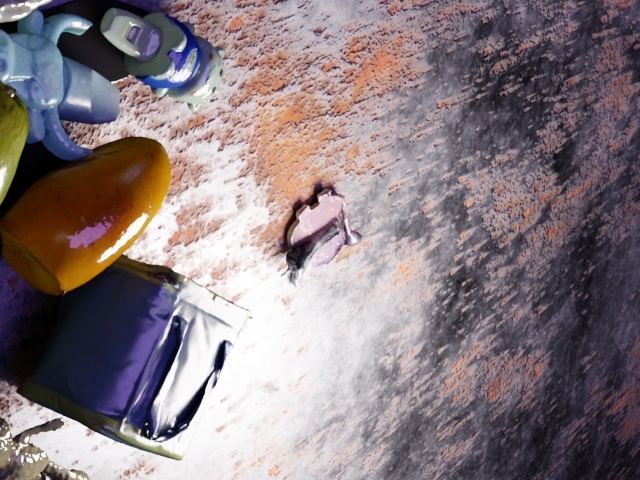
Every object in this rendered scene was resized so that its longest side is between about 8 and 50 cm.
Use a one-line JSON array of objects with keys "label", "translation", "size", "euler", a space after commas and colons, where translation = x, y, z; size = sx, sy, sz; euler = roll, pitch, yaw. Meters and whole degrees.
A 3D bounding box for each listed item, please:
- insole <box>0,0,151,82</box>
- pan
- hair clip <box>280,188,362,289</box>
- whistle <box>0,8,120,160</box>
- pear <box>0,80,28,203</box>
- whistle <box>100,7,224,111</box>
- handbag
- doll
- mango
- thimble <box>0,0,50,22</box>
[{"label": "insole", "translation": [-0.338, -0.248, 1.582], "size": [0.348, 0.009, 0.119], "euler": [-18, 121, -45]}, {"label": "pan", "translation": [-0.406, -0.113, 1.552], "size": [0.235, 0.028, 0.136], "euler": [11, 102, -52]}, {"label": "hair clip", "translation": [-0.007, -0.002, 2.094], "size": [0.187, 0.056, 0.146], "euler": [-48, 139, -36]}, {"label": "whistle", "translation": [-0.347, -0.196, 1.515], "size": [0.274, 0.093, 0.186], "euler": [13, 70, -55]}, {"label": "pear", "translation": [-0.448, -0.089, 1.367], "size": [0.269, 0.212, 0.212], "euler": [-34, 138, -1]}, {"label": "whistle", "translation": [-0.204, -0.248, 1.661], "size": [0.244, 0.092, 0.110], "euler": [28, 89, -56]}, {"label": "handbag", "translation": [-0.258, 0.155, 1.725], "size": [0.263, 0.222, 0.241], "euler": [37, 75, -54]}, {"label": "doll", "translation": [-0.416, 0.304, 1.716], "size": [0.286, 0.091, 0.203], "euler": [12, 135, -42]}, {"label": "mango", "translation": [-0.286, -0.046, 1.594], "size": [0.257, 0.187, 0.138], "euler": [-43, 95, -23]}, {"label": "thimble", "translation": [-0.386, -0.384, 1.295], "size": [0.291, 0.195, 0.291], "euler": [-29, 131, -40]}]
